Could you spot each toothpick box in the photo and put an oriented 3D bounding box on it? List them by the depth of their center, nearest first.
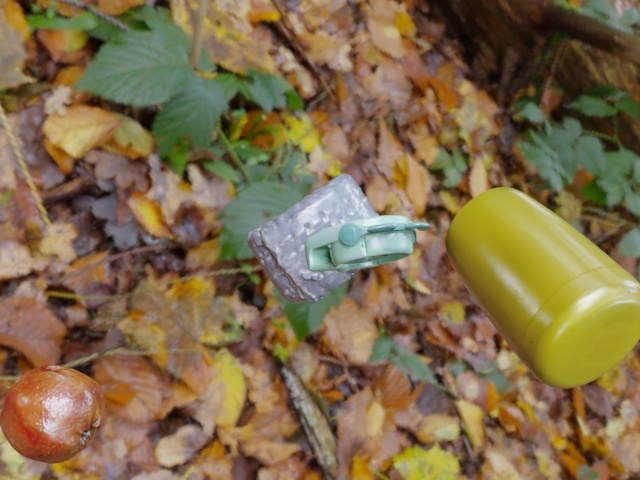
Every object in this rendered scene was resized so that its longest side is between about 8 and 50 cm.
[{"bbox_3d":[0.286,0.049,1.196,0.175,0.175,0.271,33,14,-45],"label":"toothpick box"}]

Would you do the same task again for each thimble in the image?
[{"bbox_3d":[0.000,0.000,1.629,0.236,0.205,0.172,-34,91,-38],"label":"thimble"}]

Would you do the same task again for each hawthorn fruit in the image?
[{"bbox_3d":[-0.499,0.305,1.629,0.200,0.179,0.179,29,19,18],"label":"hawthorn fruit"}]

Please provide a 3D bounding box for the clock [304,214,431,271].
[{"bbox_3d":[0.075,0.004,1.377,0.148,0.188,0.060,-2,78,-34],"label":"clock"}]
